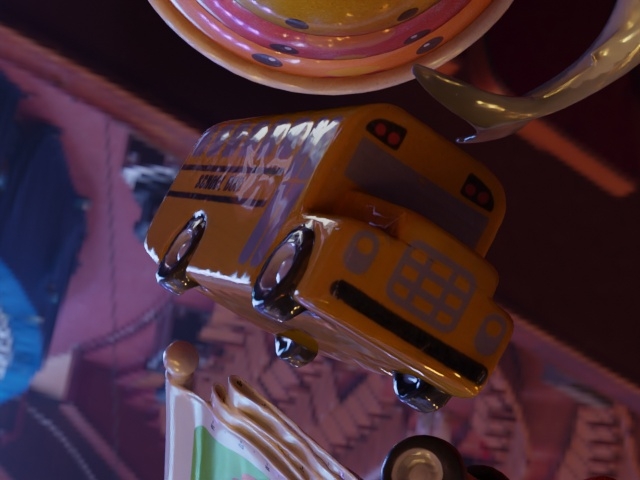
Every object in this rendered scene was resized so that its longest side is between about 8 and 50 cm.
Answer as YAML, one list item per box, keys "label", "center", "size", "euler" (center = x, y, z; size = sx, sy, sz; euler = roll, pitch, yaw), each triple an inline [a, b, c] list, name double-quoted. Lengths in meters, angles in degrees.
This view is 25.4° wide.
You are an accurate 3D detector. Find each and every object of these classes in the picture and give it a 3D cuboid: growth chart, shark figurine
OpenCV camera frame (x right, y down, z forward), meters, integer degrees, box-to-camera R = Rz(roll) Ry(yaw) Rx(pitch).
- label: "growth chart"
  center: [0.003, 0.147, 0.619]
  size: [0.237, 0.021, 0.172]
  euler: [33, 139, 36]
- label: "shark figurine"
  center: [0.168, -0.158, 0.727]
  size: [0.166, 0.278, 0.116]
  euler: [21, -166, 15]

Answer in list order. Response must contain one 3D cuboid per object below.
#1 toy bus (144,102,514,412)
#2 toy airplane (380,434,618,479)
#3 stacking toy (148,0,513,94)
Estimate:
- label: "toy bus"
  center: [0.000, 0.000, 0.810]
  size: [0.108, 0.130, 0.332]
  euler: [33, 170, -20]
- label: "toy airplane"
  center: [0.052, 0.356, 0.971]
  size: [0.386, 0.272, 0.384]
  euler: [-20, 142, -34]
- label: "stacking toy"
  center: [0.003, -0.236, 0.900]
  size: [0.350, 0.350, 0.480]
  euler: [9, -165, -1]
